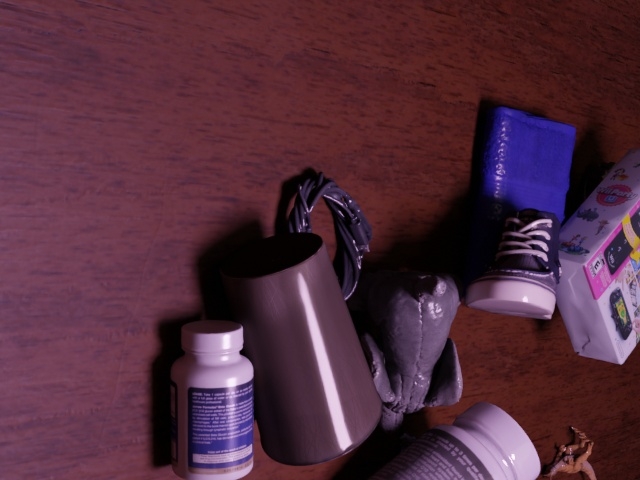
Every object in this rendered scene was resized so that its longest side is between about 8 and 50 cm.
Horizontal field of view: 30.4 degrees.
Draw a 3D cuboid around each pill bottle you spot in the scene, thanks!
[{"bbox_3d":[-0.122,0.180,1.335,0.094,0.094,0.169,-12,106,-52],"label":"pill bottle"},{"bbox_3d":[0.160,0.357,1.628,0.283,0.161,0.161,-34,124,-24],"label":"pill bottle"}]

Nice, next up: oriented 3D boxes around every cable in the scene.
[{"bbox_3d":[0.000,0.000,1.516,0.150,0.047,0.184,-57,139,-23],"label":"cable"}]

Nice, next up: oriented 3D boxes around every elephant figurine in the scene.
[{"bbox_3d":[0.122,0.163,1.595,0.186,0.169,0.239,-1,93,-59],"label":"elephant figurine"}]

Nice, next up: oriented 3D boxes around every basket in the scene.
[{"bbox_3d":[-0.028,0.118,1.402,0.204,0.154,0.227,-83,158,-68],"label":"basket"}]

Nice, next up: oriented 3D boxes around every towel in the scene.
[{"bbox_3d":[0.312,-0.053,1.901,0.227,0.076,0.308,7,91,-46],"label":"towel"}]

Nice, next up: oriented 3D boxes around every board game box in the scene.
[{"bbox_3d":[0.515,0.022,1.991,0.303,0.097,0.224,-46,126,-29],"label":"board game box"}]

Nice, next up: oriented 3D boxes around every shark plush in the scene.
[{"bbox_3d":[0.157,0.314,1.756,0.073,0.067,0.161,-56,136,-31],"label":"shark plush"}]

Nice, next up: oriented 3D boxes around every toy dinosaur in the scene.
[{"bbox_3d":[0.481,0.418,2.230,0.211,0.064,0.112,15,102,-44],"label":"toy dinosaur"}]

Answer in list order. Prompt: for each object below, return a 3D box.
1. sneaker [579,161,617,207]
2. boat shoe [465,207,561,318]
[{"bbox_3d":[0.509,-0.009,2.144,0.279,0.107,0.118,-59,147,-24],"label":"sneaker"},{"bbox_3d":[0.281,0.025,1.682,0.340,0.127,0.158,27,69,-78],"label":"boat shoe"}]
